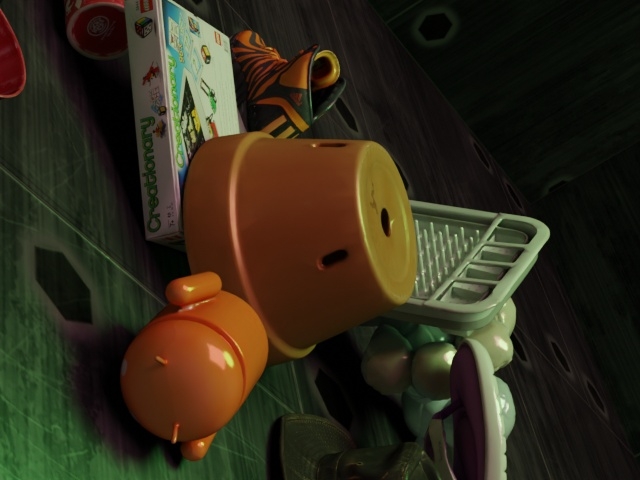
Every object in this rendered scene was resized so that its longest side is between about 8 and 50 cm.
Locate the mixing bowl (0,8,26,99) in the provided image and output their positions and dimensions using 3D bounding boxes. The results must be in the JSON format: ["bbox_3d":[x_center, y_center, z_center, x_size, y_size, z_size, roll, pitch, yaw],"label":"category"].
[{"bbox_3d":[-0.369,-0.184,1.304,0.181,0.098,0.181,52,17,-22],"label":"mixing bowl"}]

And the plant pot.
[{"bbox_3d":[-0.009,-0.002,1.713,0.291,0.203,0.291,-10,90,-69],"label":"plant pot"}]

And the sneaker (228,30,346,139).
[{"bbox_3d":[-0.051,-0.257,2.232,0.124,0.180,0.321,46,20,-37],"label":"sneaker"}]

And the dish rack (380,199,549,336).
[{"bbox_3d":[0.134,0.038,2.007,0.285,0.332,0.072,-45,138,-50],"label":"dish rack"}]

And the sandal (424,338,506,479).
[{"bbox_3d":[0.167,0.324,1.775,0.169,0.102,0.416,124,-32,-71],"label":"sandal"}]

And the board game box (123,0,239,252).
[{"bbox_3d":[-0.162,-0.135,1.752,0.193,0.053,0.305,24,57,-64],"label":"board game box"}]

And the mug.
[{"bbox_3d":[-0.279,-0.330,1.793,0.150,0.113,0.169,93,-8,-46],"label":"mug"}]

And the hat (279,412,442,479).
[{"bbox_3d":[0.078,0.318,1.671,0.331,0.134,0.331,51,18,-24],"label":"hat"}]

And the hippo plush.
[{"bbox_3d":[0.156,0.212,2.040,0.234,0.294,0.237,-44,130,-46],"label":"hippo plush"}]

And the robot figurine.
[{"bbox_3d":[-0.127,0.122,1.423,0.128,0.158,0.219,36,18,0],"label":"robot figurine"}]
